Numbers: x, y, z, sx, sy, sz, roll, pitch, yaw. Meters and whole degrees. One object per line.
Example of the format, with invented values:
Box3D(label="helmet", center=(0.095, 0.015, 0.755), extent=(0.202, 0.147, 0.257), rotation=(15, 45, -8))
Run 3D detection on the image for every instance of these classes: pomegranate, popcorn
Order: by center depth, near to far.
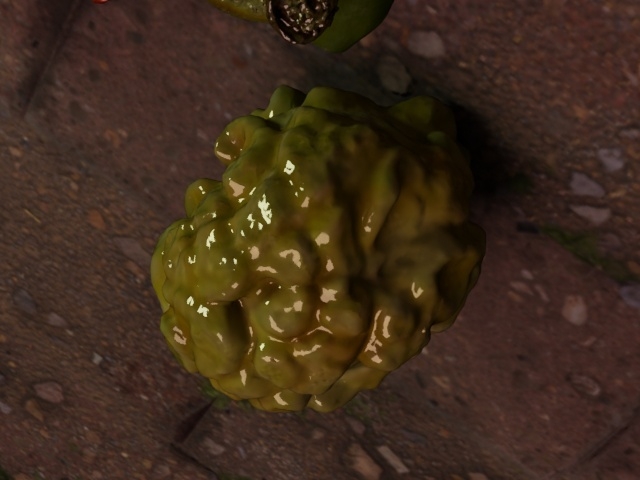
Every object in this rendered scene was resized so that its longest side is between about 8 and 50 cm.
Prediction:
Box3D(label="pomegranate", center=(-0.011, -0.180, 1.079), extent=(0.143, 0.122, 0.169), rotation=(46, 174, -21))
Box3D(label="popcorn", center=(-0.007, 0.000, 1.199), extent=(0.181, 0.235, 0.217), rotation=(39, 159, -23))

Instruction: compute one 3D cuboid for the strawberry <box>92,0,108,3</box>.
Box3D(label="strawberry", center=(-0.143, -0.207, 1.211), extent=(0.152, 0.048, 0.104), rotation=(17, 132, 0))
